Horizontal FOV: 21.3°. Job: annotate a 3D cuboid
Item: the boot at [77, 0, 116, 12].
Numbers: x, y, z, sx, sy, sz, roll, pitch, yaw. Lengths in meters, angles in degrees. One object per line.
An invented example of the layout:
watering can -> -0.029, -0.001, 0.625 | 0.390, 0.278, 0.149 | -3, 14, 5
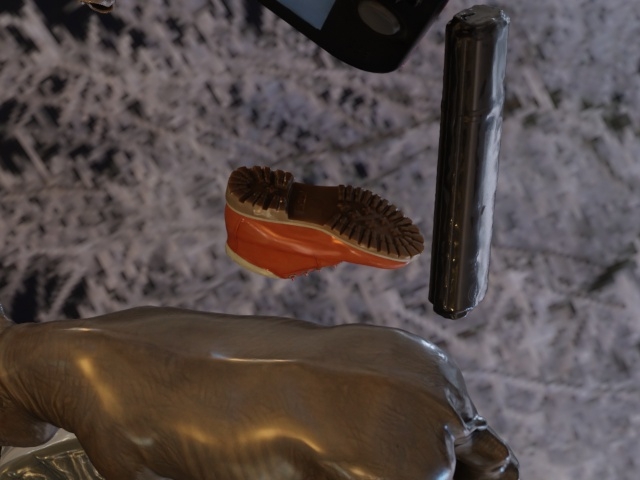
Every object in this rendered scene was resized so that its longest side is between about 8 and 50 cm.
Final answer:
boot -> -0.159, -0.210, 1.203 | 0.118, 0.042, 0.087 | 27, -110, -77

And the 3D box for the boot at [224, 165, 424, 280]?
boot -> 0.000, 0.000, 1.319 | 0.158, 0.085, 0.059 | 16, -138, 3

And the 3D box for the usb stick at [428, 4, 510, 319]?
usb stick -> 0.128, -0.066, 1.467 | 0.077, 0.045, 0.278 | -38, -44, -54

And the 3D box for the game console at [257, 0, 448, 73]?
game console -> -0.056, -0.301, 1.385 | 0.386, 0.342, 0.060 | 35, -105, -1

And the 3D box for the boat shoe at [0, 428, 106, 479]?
boat shoe -> -0.110, 0.145, 1.378 | 0.103, 0.320, 0.118 | -106, -5, -61

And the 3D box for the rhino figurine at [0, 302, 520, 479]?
rhino figurine -> -0.052, 0.062, 0.628 | 0.106, 0.243, 0.073 | 69, -148, -58
